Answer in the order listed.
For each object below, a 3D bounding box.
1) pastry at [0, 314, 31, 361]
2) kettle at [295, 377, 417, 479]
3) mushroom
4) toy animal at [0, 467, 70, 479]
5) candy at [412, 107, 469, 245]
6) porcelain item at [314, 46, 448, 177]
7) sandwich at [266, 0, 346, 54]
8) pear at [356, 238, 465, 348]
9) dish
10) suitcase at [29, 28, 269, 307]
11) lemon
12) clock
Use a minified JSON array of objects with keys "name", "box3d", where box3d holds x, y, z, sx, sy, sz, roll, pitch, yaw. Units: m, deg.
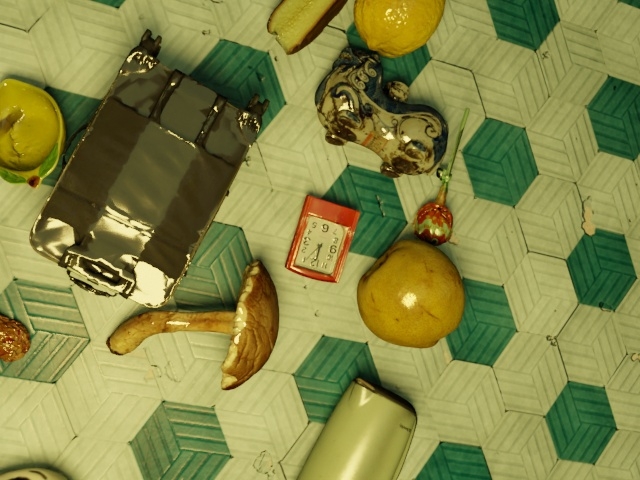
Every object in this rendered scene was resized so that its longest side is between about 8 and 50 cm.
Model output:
[{"name":"pastry","box3d":[-0.587,0.157,1.157,0.169,0.063,0.087,21,87,-15]},{"name":"kettle","box3d":[0.088,0.414,1.309,0.240,0.165,0.255,37,75,-42]},{"name":"mushroom","box3d":[-0.207,0.162,1.168,0.301,0.233,0.208,-18,56,-22]},{"name":"toy animal","box3d":[-0.516,0.505,1.101,0.266,0.212,0.212,-44,101,-8]},{"name":"candy","box3d":[0.255,-0.127,1.359,0.078,0.084,0.288,19,99,25]},{"name":"porcelain item","box3d":[0.127,-0.250,1.333,0.287,0.138,0.186,26,66,-10]},{"name":"sandwich","box3d":[-0.013,-0.462,1.310,0.090,0.088,0.244,41,83,-3]},{"name":"pear","box3d":[0.179,0.111,1.302,0.208,0.209,0.209,0,90,-16]},{"name":"dish","box3d":[-0.500,-0.175,1.161,0.148,0.080,0.208,-19,79,2]},{"name":"suitcase","box3d":[-0.301,-0.108,1.168,0.283,0.194,0.434,28,83,-14]},{"name":"lemon","box3d":[0.153,-0.457,1.306,0.180,0.180,0.193,31,60,-13]},{"name":"clock","box3d":[0.000,0.000,1.324,0.113,0.061,0.155,17,89,-15]}]
